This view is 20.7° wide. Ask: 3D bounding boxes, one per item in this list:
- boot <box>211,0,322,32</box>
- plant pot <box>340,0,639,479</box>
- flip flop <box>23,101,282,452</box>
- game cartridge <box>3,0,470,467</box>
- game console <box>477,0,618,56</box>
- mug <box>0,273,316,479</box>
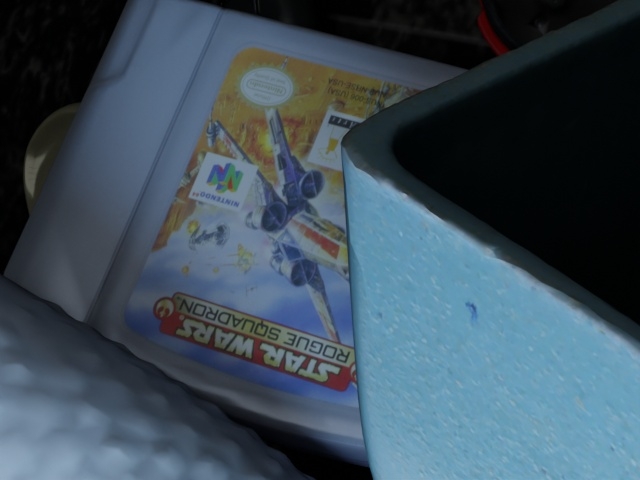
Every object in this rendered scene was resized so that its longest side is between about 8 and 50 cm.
[{"bbox_3d":[-0.009,-0.147,0.950,0.121,0.045,0.099,-14,67,36],"label":"boot"},{"bbox_3d":[0.166,0.076,0.646,0.248,0.247,0.252,36,138,33],"label":"plant pot"},{"bbox_3d":[-0.108,0.035,0.938,0.112,0.080,0.277,-34,61,20],"label":"flip flop"},{"bbox_3d":[0.000,0.000,0.847,0.297,0.062,0.198,16,71,20],"label":"game cartridge"},{"bbox_3d":[0.209,-0.274,0.853,0.342,0.060,0.386,-19,68,21],"label":"game console"},{"bbox_3d":[-0.113,0.233,0.780,0.328,0.276,0.374,30,129,6],"label":"mug"}]
